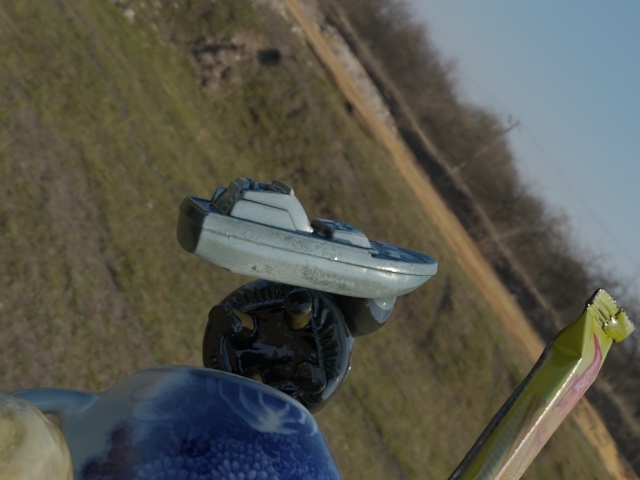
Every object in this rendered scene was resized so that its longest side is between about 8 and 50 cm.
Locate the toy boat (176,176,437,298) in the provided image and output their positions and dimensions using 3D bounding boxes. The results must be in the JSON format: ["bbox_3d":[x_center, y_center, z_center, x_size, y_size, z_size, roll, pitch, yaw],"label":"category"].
[{"bbox_3d":[0.000,0.000,0.941,0.260,0.085,0.078,13,11,-30],"label":"toy boat"}]

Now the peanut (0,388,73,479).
[{"bbox_3d":[-0.211,0.166,0.499,0.129,0.224,0.129,33,-11,7],"label":"peanut"}]

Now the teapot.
[{"bbox_3d":[-0.110,0.245,0.792,0.424,0.252,0.280,28,62,-25],"label":"teapot"}]

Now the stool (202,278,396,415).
[{"bbox_3d":[-0.033,0.094,1.096,0.153,0.228,0.139,36,-2,8],"label":"stool"}]

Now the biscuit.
[{"bbox_3d":[0.060,0.147,0.519,0.026,0.292,0.048,34,-5,38],"label":"biscuit"}]
